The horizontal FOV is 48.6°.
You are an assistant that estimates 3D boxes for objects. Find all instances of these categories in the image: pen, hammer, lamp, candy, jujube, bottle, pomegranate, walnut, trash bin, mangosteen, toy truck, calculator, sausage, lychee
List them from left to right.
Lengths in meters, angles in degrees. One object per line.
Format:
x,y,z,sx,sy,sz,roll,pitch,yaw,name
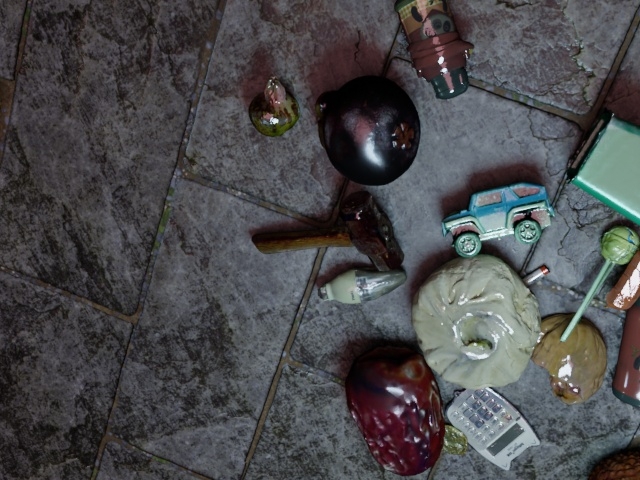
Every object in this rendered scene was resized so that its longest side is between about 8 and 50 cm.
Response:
-0.116,-0.343,1.842,0.138,0.163,0.126,-26,80,-24,pomegranate
0.000,0.000,1.918,0.408,0.095,0.242,-8,138,26,hammer
0.104,-0.278,1.789,0.302,0.275,0.275,15,111,45,mangosteen
0.115,0.121,1.951,0.250,0.101,0.101,-11,102,11,lamp
0.212,0.462,1.954,0.258,0.258,0.377,-15,115,15,jujube
0.290,-0.483,1.734,0.156,0.143,0.271,-16,100,41,bottle
0.482,0.522,2.017,0.268,0.040,0.177,43,108,-1,calculator
0.450,-0.057,1.813,0.278,0.155,0.156,-12,93,15,toy truck
0.520,0.134,1.913,0.218,0.026,0.026,-36,95,18,pen
0.665,0.312,1.873,0.204,0.141,0.238,-39,91,12,walnut
0.702,0.115,1.807,0.093,0.092,0.336,27,95,-40,candy
0.773,0.109,1.766,0.065,0.065,0.169,26,111,4,sausage
0.838,0.707,1.878,0.304,0.276,0.276,-38,95,-9,lychee
0.845,0.252,1.822,0.144,0.144,0.336,5,103,10,bottle
0.803,-0.153,1.662,0.381,0.259,0.295,29,109,5,trash bin

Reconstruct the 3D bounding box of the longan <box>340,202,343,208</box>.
0.091,-0.078,1.925,0.075,0.075,0.083,26,150,3,longan

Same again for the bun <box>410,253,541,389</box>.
0.399,0.226,1.844,0.359,0.211,0.360,6,106,20,bun

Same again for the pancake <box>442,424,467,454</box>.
0.377,0.580,2.049,0.108,0.017,0.108,14,122,24,pancake
